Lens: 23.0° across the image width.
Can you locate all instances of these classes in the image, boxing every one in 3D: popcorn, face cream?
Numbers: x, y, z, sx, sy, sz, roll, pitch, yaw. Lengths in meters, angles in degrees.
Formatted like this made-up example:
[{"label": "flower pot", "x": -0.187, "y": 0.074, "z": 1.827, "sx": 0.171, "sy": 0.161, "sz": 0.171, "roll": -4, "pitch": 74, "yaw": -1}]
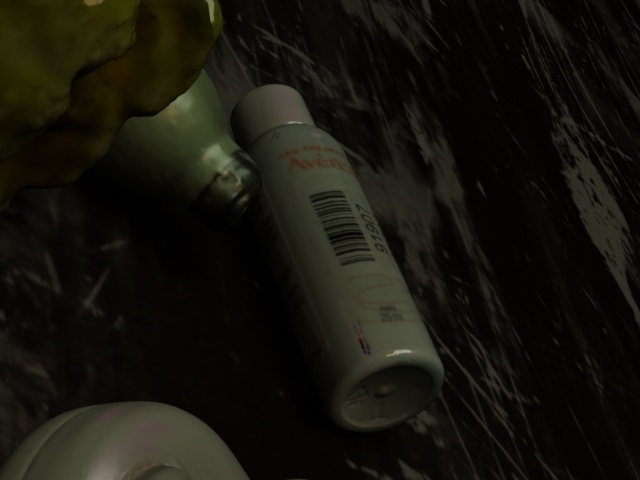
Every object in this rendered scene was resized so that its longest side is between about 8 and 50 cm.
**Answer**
[{"label": "popcorn", "x": -0.175, "y": -0.130, "z": 0.793, "sx": 0.242, "sy": 0.235, "sz": 0.250, "roll": 45, "pitch": 18, "yaw": 4}, {"label": "face cream", "x": 0.000, "y": 0.000, "z": 1.044, "sx": 0.082, "sy": 0.082, "sz": 0.269, "roll": 22, "pitch": 34, "yaw": -42}]

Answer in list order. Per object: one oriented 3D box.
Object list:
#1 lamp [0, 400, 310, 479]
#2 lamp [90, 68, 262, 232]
[{"label": "lamp", "x": -0.018, "y": 0.154, "z": 0.521, "sx": 0.246, "sy": 0.108, "sz": 0.179, "roll": 56, "pitch": 34, "yaw": -28}, {"label": "lamp", "x": -0.134, "y": -0.101, "z": 0.975, "sx": 0.250, "sy": 0.101, "sz": 0.101, "roll": 42, "pitch": 24, "yaw": 5}]
